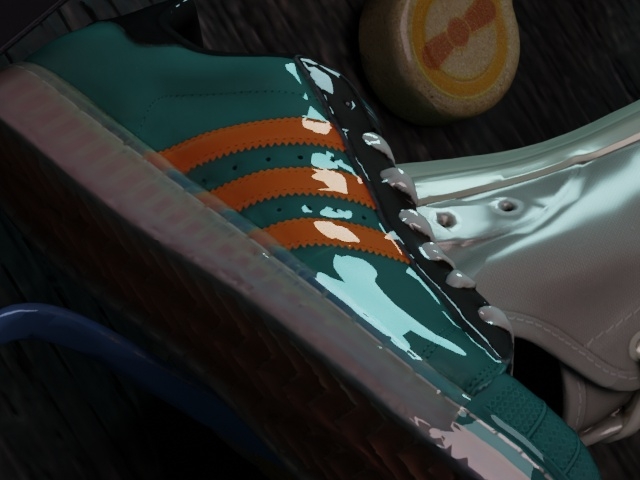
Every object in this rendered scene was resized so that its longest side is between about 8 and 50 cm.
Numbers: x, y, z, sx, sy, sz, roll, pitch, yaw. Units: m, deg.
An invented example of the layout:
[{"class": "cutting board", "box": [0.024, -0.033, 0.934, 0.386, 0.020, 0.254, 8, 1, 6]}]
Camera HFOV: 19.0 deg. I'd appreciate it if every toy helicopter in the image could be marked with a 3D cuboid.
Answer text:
[{"class": "toy helicopter", "box": [0.109, -0.218, 1.000, 0.235, 0.140, 0.355, 27, 71, -32]}]

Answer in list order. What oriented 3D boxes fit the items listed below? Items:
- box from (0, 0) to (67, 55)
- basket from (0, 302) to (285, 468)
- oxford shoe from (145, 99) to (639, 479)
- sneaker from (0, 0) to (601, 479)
[{"class": "box", "box": [-0.218, -0.171, 0.681, 0.295, 0.073, 0.293, -40, 105, 0]}, {"class": "basket", "box": [-0.069, 0.180, 0.661, 0.254, 0.201, 0.289, 26, 61, 6]}, {"class": "oxford shoe", "box": [0.139, 0.021, 0.876, 0.449, 0.169, 0.130, -16, 53, -29]}, {"class": "sneaker", "box": [0.000, 0.000, 0.692, 0.121, 0.108, 0.302, -38, 58, -23]}]
